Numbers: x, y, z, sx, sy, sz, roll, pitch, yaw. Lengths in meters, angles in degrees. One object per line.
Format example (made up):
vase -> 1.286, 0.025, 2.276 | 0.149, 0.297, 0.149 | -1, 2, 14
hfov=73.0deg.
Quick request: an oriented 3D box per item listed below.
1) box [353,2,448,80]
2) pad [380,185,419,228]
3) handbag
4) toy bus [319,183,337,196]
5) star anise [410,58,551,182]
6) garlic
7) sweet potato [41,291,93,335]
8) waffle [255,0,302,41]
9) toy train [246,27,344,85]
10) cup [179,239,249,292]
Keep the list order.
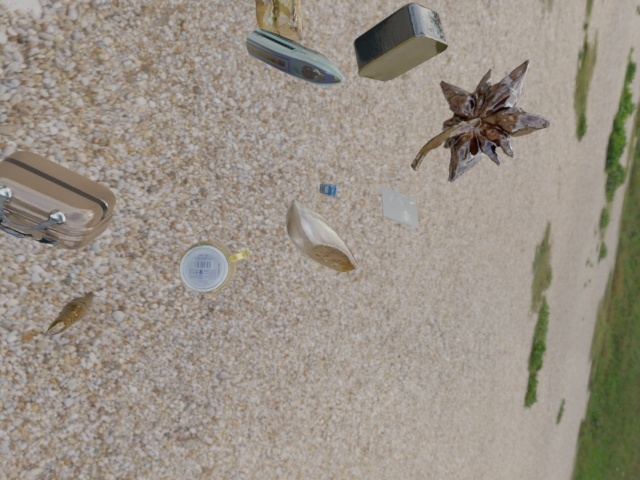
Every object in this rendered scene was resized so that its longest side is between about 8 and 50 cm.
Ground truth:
box -> 0.189, -0.477, 1.050 | 0.144, 0.201, 0.090 | -10, 86, -43
pad -> 0.297, -0.123, 1.611 | 0.190, 0.004, 0.127 | 15, 62, -33
handbag -> -0.748, -0.094, 1.172 | 0.301, 0.149, 0.283 | 29, 28, -14
toy bus -> 0.026, -0.168, 1.428 | 0.046, 0.083, 0.038 | 5, 99, -18
star anise -> 0.398, -0.299, 1.111 | 0.109, 0.349, 0.293 | 21, 76, -49
garlic -> -0.008, -0.001, 1.242 | 0.318, 0.143, 0.112 | 38, 67, -40
sweet potato -> -0.716, 0.208, 1.245 | 0.067, 0.274, 0.067 | -2, 103, -7
waffle -> -0.100, -0.656, 1.025 | 0.224, 0.098, 0.328 | -88, 176, -74
toy train -> -0.053, -0.348, 0.835 | 0.048, 0.252, 0.055 | -30, 141, -31
cup -> -0.350, 0.079, 1.429 | 0.241, 0.226, 0.185 | -21, 92, -9
